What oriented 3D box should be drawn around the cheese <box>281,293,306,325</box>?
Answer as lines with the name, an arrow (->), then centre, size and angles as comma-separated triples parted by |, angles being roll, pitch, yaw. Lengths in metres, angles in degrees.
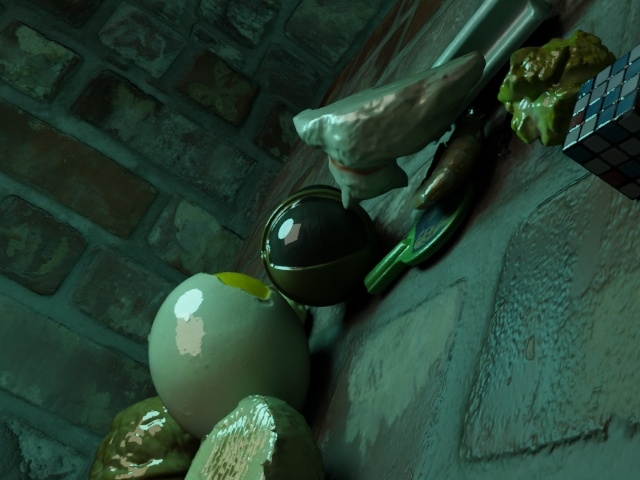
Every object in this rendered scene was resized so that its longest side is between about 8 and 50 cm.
cheese -> -0.112, 0.209, 1.530 | 0.226, 0.117, 0.214 | -50, 10, 16

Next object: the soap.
soap -> 0.262, -0.312, 1.223 | 0.289, 0.095, 0.173 | -50, 0, 35

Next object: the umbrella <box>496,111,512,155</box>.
umbrella -> 0.280, -0.174, 1.075 | 0.022, 0.022, 0.148 | -3, 42, 23

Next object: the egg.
egg -> -0.156, 0.214, 1.255 | 0.283, 0.283, 0.345 | -56, 37, 14

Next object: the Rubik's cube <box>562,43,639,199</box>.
Rubik's cube -> 0.297, -0.110, 0.658 | 0.092, 0.092, 0.092 | -38, 24, 59

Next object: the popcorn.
popcorn -> 0.285, -0.183, 0.854 | 0.126, 0.126, 0.145 | -36, -13, -18

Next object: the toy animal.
toy animal -> 0.130, -0.171, 1.144 | 0.308, 0.188, 0.266 | -20, 7, -1

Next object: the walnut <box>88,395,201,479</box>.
walnut -> -0.311, 0.450, 1.389 | 0.313, 0.252, 0.277 | -24, 35, 53

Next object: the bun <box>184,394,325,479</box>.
bun -> -0.083, 0.345, 0.951 | 0.259, 0.152, 0.259 | -42, 25, 25

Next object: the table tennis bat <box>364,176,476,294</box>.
table tennis bat -> 0.155, -0.002, 1.125 | 0.257, 0.039, 0.160 | -49, 10, 31

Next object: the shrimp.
shrimp -> 0.207, -0.123, 1.119 | 0.145, 0.059, 0.254 | -53, 4, 37

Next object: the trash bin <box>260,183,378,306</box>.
trash bin -> 0.000, 0.000, 1.341 | 0.214, 0.214, 0.334 | -56, 6, 13
